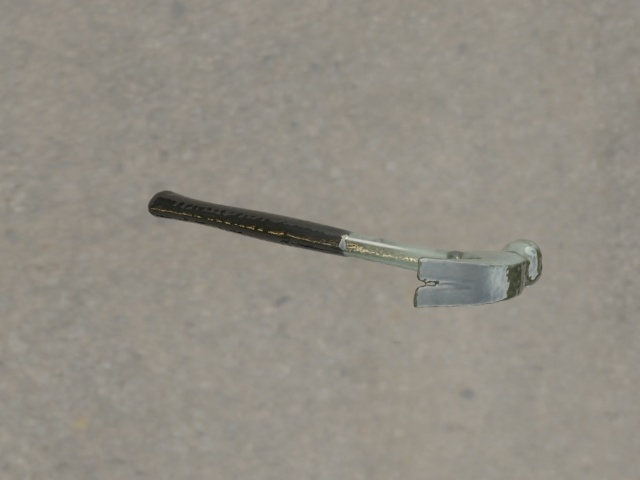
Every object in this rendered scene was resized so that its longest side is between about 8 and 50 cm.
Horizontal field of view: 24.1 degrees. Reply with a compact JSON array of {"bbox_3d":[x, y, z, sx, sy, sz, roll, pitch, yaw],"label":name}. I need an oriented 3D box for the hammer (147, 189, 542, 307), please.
[{"bbox_3d":[0.000,0.000,0.885,0.103,0.246,0.029,-18,117,-62],"label":"hammer"}]
